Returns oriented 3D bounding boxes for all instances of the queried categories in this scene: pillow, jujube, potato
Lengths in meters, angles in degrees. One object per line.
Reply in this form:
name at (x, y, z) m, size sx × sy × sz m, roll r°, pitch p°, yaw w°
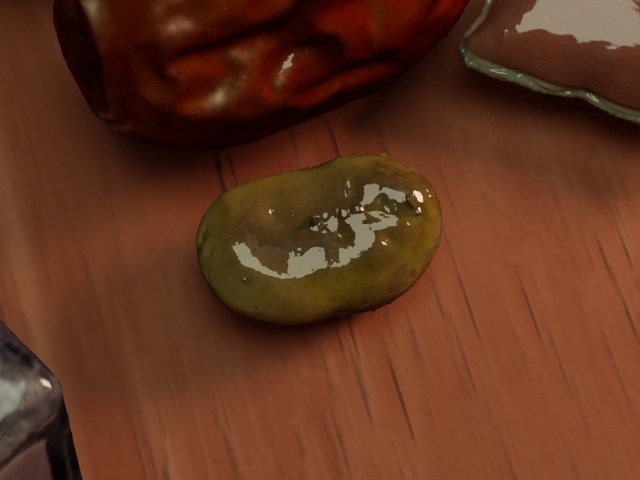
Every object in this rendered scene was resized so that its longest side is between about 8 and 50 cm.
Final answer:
pillow at (0.183, -0.150, 1.128) m, size 0.171 × 0.075 × 0.179 m, roll 20°, pitch 69°, yaw 1°
jujube at (-0.023, -0.149, 1.069) m, size 0.250 × 0.174 × 0.174 m, roll -28°, pitch 69°, yaw -20°
potato at (0.000, 0.000, 1.058) m, size 0.138 × 0.070 × 0.091 m, roll -13°, pitch 68°, yaw -6°

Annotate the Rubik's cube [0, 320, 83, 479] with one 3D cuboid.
Rubik's cube at (-0.312, 0.115, 0.864) m, size 0.318 × 0.316 × 0.313 m, roll 42°, pitch 71°, yaw 15°
